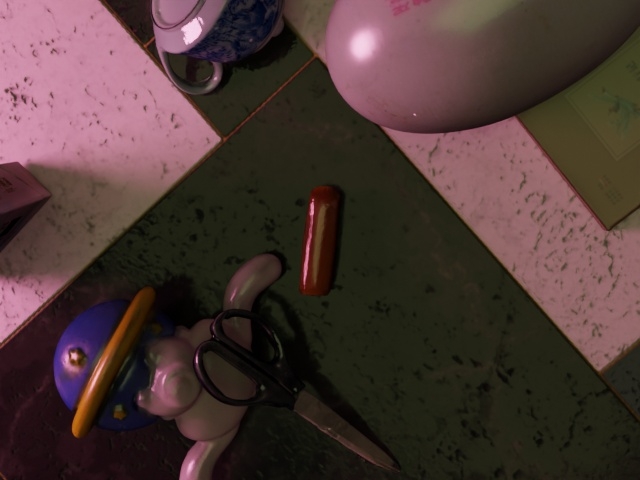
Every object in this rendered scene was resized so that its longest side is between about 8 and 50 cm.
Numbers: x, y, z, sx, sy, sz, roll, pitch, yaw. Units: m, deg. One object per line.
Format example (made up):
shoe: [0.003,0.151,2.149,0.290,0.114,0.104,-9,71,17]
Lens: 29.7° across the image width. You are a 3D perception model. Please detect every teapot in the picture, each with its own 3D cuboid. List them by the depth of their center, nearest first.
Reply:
teapot: [-0.103,-0.266,1.375,0.159,0.159,0.232,40,112,4]

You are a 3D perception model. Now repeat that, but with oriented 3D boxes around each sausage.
sausage: [0.000,0.000,1.420,0.039,0.041,0.131,8,96,13]

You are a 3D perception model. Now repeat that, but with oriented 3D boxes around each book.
book: [0.381,-0.188,1.360,0.310,0.021,0.217,-38,89,9]

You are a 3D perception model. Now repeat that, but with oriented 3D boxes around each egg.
egg: [0.181,-0.246,1.277,0.371,0.230,0.229,-23,91,13]

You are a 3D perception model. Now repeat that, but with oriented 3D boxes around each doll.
doll: [-0.171,0.129,1.401,0.243,0.159,0.311,30,88,8]

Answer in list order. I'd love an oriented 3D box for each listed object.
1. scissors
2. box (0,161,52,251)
scissors: [-0.017,0.190,1.399,0.300,0.022,0.109,38,66,-21]
box: [-0.411,-0.007,1.379,0.067,0.243,0.155,45,98,-3]
